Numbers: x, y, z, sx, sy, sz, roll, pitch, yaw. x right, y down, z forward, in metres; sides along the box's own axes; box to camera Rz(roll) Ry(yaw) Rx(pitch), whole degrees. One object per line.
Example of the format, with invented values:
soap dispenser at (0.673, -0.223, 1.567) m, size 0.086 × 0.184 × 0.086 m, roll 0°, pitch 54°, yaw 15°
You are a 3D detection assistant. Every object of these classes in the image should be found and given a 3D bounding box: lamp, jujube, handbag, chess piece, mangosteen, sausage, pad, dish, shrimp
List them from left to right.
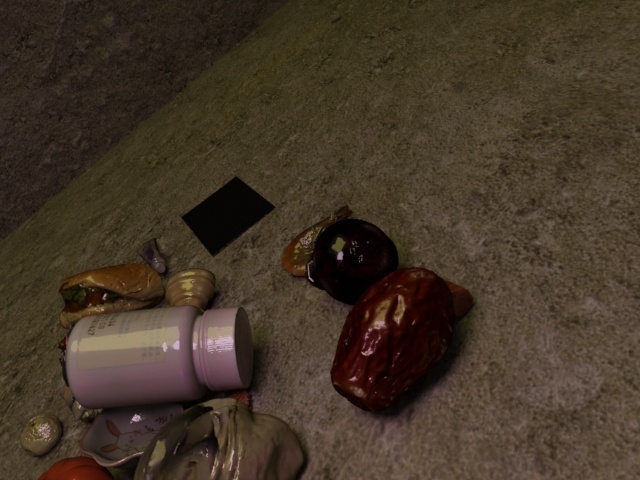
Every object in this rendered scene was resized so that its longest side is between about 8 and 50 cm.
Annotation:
lamp at (-0.521, 0.542, 1.339) m, size 0.188 × 0.164 × 0.187 m, roll -24°, pitch 32°, yaw 17°
handbag at (-0.602, 0.394, 1.670) m, size 0.173 × 0.095 × 0.117 m, roll 18°, pitch 74°, yaw 57°
dish at (-0.404, 0.438, 1.423) m, size 0.230 × 0.081 × 0.229 m, roll -9°, pitch 25°, yaw 4°
chess piece at (-0.351, 0.218, 1.675) m, size 0.139 × 0.124 × 0.307 m, roll 1°, pitch 40°, yaw -5°
pad at (-0.313, -0.090, 2.123) m, size 0.248 × 0.007 × 0.367 m, roll -39°, pitch 33°, yaw -9°
shrimp at (0.000, 0.000, 1.699) m, size 0.150 × 0.068 × 0.248 m, roll 24°, pitch 67°, yaw 38°
mangosteen at (0.075, 0.051, 1.460) m, size 0.210 × 0.210 × 0.209 m, roll -22°, pitch 35°, yaw 16°
jujube at (0.141, 0.184, 1.229) m, size 0.197 × 0.197 × 0.290 m, roll 14°, pitch 61°, yaw 48°
sausage at (0.241, 0.103, 1.359) m, size 0.065 × 0.065 × 0.169 m, roll -42°, pitch 33°, yaw -14°

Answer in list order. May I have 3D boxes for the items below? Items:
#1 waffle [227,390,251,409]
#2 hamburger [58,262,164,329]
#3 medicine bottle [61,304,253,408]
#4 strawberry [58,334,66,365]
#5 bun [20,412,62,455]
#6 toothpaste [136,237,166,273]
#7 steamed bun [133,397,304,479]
waffle at (-0.186, 0.365, 1.410) m, size 0.083 × 0.029 × 0.075 m, roll -30°, pitch 34°, yaw 0°
hamburger at (-0.640, 0.161, 1.860) m, size 0.330 × 0.162 × 0.209 m, roll -11°, pitch 0°, yaw 20°
medicine bottle at (-0.355, 0.257, 1.446) m, size 0.379 × 0.213 × 0.213 m, roll -6°, pitch 38°, yaw 6°
strawberry at (-0.649, 0.306, 1.795) m, size 0.148 × 0.131 × 0.131 m, roll -16°, pitch 30°, yaw -14°
bun at (-0.720, 0.493, 1.653) m, size 0.115 × 0.069 × 0.115 m, roll -22°, pitch 36°, yaw 17°
toothpaste at (-0.549, 0.048, 2.105) m, size 0.075 × 0.048 × 0.301 m, roll -64°, pitch 28°, yaw 4°
steamed bun at (-0.210, 0.423, 1.199) m, size 0.320 × 0.206 × 0.275 m, roll -41°, pitch 36°, yaw -5°
